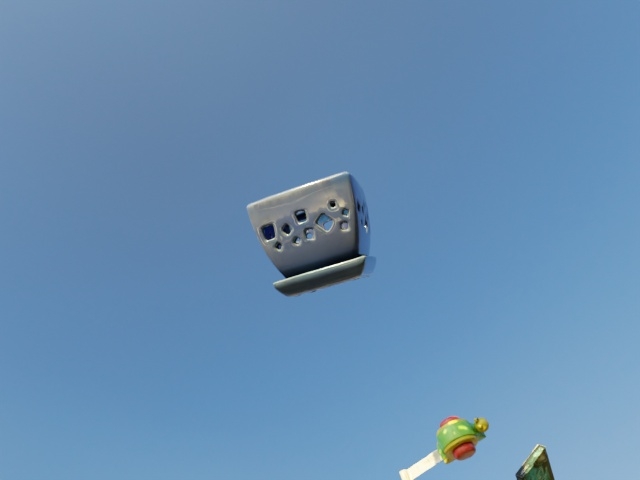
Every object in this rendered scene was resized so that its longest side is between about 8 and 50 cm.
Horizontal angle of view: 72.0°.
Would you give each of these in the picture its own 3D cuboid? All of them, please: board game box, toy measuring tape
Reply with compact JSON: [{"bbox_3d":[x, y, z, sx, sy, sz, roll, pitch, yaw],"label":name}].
[{"bbox_3d":[0.600,0.678,1.213,0.126,0.026,0.186,-30,-74,-31],"label":"board game box"},{"bbox_3d":[0.358,0.625,1.325,0.330,0.121,0.121,-38,-65,12],"label":"toy measuring tape"}]

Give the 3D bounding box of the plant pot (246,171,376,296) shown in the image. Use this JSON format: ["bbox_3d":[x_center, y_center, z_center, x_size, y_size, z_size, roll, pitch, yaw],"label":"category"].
[{"bbox_3d":[0.000,0.000,0.980,0.235,0.236,0.212,-16,-97,12],"label":"plant pot"}]
